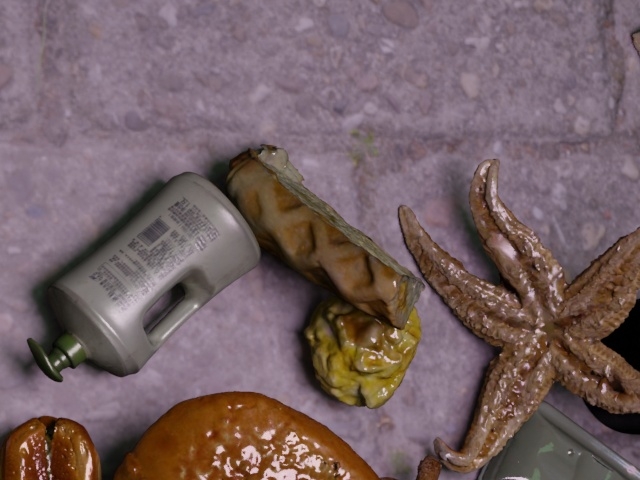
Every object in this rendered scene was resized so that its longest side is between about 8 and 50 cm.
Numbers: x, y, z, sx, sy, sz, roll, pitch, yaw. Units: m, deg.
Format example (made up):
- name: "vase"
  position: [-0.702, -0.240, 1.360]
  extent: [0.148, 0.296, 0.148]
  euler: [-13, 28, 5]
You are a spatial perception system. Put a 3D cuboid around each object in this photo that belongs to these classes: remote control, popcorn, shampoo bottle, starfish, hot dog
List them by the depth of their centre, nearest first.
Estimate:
- name: "hot dog"
  position: [-0.242, 0.280, 1.634]
  extent: [0.100, 0.068, 0.250]
  euler: [2, 78, -16]
- name: "shampoo bottle"
  position: [-0.173, 0.048, 1.699]
  extent: [0.234, 0.087, 0.118]
  euler: [-43, 104, -26]
- name: "popcorn"
  position: [0.040, 0.099, 1.787]
  extent: [0.106, 0.116, 0.121]
  euler: [35, 109, -9]
- name: "starfish"
  position: [0.222, 0.091, 1.833]
  extent: [0.375, 0.094, 0.327]
  euler: [25, 96, 22]
- name: "remote control"
  position: [0.318, 0.301, 1.916]
  extent: [0.335, 0.065, 0.128]
  euler: [36, 69, -17]

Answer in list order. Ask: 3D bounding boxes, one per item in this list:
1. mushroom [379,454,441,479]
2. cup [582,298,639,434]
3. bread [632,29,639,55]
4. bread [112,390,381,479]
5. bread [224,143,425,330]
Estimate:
- name: "mushroom"
  position: [0.071, 0.285, 1.779]
  extent: [0.135, 0.080, 0.171]
  euler: [35, 79, -13]
- name: "cup"
  position: [0.388, 0.163, 1.913]
  extent: [0.166, 0.177, 0.239]
  euler: [-24, 92, -29]
- name: "bread"
  position: [0.424, -0.238, 2.087]
  extent: [0.153, 0.028, 0.068]
  euler: [-32, 96, -29]
- name: "bread"
  position: [-0.067, 0.270, 1.657]
  extent: [0.268, 0.146, 0.269]
  euler: [1, 80, -8]
- name: "bread"
  position: [0.000, 0.000, 1.748]
  extent: [0.232, 0.128, 0.088]
  euler: [39, 102, 21]
